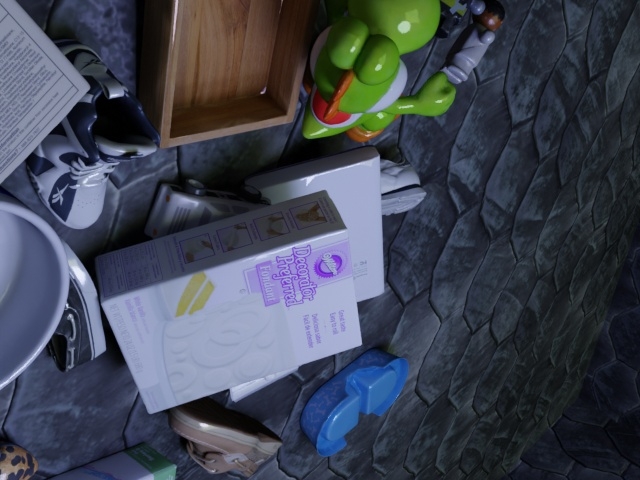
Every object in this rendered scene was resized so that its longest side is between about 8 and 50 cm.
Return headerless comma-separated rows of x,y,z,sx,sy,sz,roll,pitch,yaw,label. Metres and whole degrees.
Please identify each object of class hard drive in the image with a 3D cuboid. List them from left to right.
0.000,0.000,1.323,0.210,0.040,0.319,-16,136,-9,hard drive

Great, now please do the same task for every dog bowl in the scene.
-0.411,0.056,0.847,0.265,0.104,0.265,-32,139,-33,dog bowl
0.073,0.349,1.763,0.297,0.074,0.166,-33,140,-34,dog bowl

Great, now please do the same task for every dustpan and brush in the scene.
-0.108,0.178,1.382,0.147,0.060,0.211,-24,115,-22,dustpan and brush

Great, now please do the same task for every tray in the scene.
-0.094,-0.309,0.912,0.202,0.076,0.411,-18,141,-34,tray

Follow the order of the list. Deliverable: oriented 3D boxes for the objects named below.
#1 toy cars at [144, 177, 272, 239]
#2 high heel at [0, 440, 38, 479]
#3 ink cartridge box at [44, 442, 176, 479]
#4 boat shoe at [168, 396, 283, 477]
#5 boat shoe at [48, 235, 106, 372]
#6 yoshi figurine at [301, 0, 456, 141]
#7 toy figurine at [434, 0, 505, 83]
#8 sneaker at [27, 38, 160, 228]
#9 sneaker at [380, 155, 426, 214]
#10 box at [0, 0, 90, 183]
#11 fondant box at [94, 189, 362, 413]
-0.110,0.044,1.199,0.176,0.087,0.394,-37,137,-9,toy cars
-0.479,0.390,1.043,0.186,0.093,0.261,14,97,-50,high heel
-0.344,0.433,1.253,0.212,0.093,0.154,-12,118,-50,ink cartridge box
-0.174,0.360,1.401,0.110,0.121,0.341,-54,149,-6,boat shoe
-0.327,0.088,1.010,0.070,0.077,0.219,-35,143,-32,boat shoe
0.072,-0.243,1.021,0.362,0.203,0.203,-142,-131,-88,yoshi figurine
0.159,-0.351,1.159,0.148,0.209,0.213,-60,148,-7,toy figurine
-0.249,-0.092,0.889,0.094,0.153,0.235,-18,130,-43,sneaker
0.068,-0.091,1.383,0.235,0.095,0.090,-8,159,-29,sneaker
-0.359,-0.199,0.682,0.148,0.121,0.311,-49,147,-12,box
-0.118,0.089,1.115,0.330,0.096,0.238,-18,133,-9,fondant box
